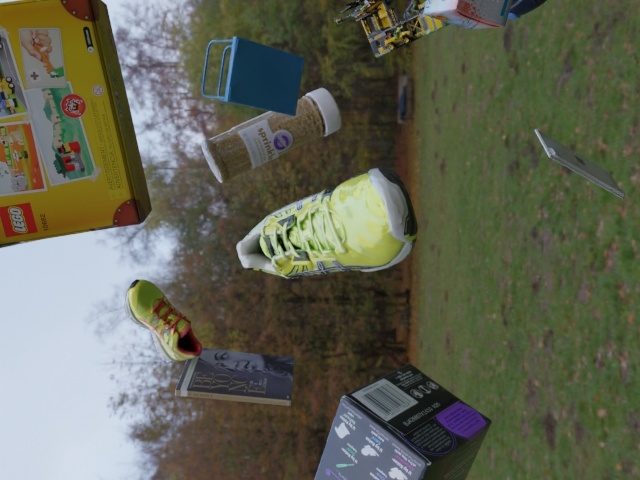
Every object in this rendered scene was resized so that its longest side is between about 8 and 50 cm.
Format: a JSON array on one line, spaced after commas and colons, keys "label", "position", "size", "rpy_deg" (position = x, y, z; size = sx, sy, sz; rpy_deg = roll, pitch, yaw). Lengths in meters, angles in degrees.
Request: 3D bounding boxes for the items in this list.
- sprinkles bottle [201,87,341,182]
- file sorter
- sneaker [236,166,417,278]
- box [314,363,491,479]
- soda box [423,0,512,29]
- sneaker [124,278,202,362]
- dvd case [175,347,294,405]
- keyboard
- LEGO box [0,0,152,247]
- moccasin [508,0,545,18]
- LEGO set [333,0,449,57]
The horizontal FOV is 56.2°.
[{"label": "sprinkles bottle", "position": [-0.124, -0.273, 1.555], "size": [0.121, 0.356, 0.121], "rpy_deg": [58, 166, 22]}, {"label": "file sorter", "position": [-0.136, -0.323, 1.194], "size": [0.170, 0.105, 0.118], "rpy_deg": [1, -79, -45]}, {"label": "sneaker", "position": [0.000, 0.000, 0.890], "size": [0.385, 0.147, 0.145], "rpy_deg": [-25, 85, 61]}, {"label": "box", "position": [0.093, 0.333, 0.817], "size": [0.165, 0.143, 0.270], "rpy_deg": [-8, -59, -48]}, {"label": "soda box", "position": [0.155, -0.290, 0.545], "size": [0.063, 0.058, 0.183], "rpy_deg": [-140, 63, -64]}, {"label": "sneaker", "position": [-0.295, 0.154, 1.165], "size": [0.208, 0.094, 0.081], "rpy_deg": [63, -140, -32]}, {"label": "dvd case", "position": [-0.165, 0.271, 1.210], "size": [0.164, 0.222, 0.018], "rpy_deg": [-90, 6, -71]}, {"label": "keyboard", "position": [0.496, -0.143, 1.140], "size": [0.014, 0.256, 0.072], "rpy_deg": [-48, 41, 32]}, {"label": "LEGO box", "position": [-0.619, -0.256, 1.327], "size": [0.193, 0.373, 0.499], "rpy_deg": [-124, 25, -75]}, {"label": "moccasin", "position": [0.358, -0.593, 1.114], "size": [0.138, 0.117, 0.341], "rpy_deg": [-26, -80, -48]}, {"label": "LEGO set", "position": [0.199, -0.568, 1.413], "size": [0.331, 0.255, 0.192], "rpy_deg": [-44, -67, -54]}]
